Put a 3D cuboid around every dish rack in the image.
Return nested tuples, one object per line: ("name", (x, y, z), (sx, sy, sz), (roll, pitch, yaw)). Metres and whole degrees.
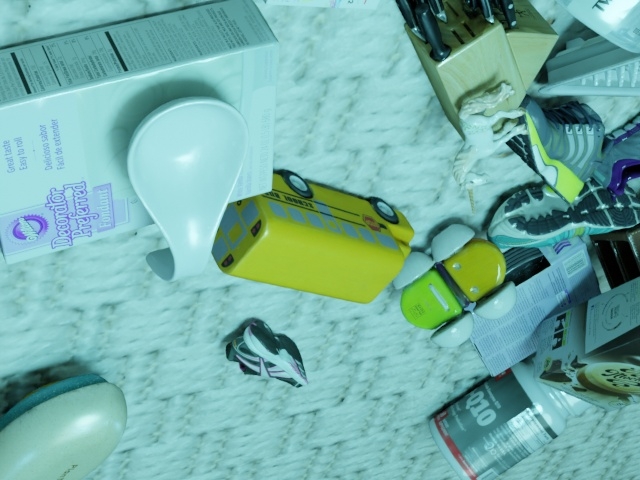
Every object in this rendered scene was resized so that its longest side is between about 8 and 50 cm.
("dish rack", (0.490, -0.253, 1.548), (0.333, 0.072, 0.285), (-4, 177, -32))

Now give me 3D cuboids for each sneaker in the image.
("sneaker", (0.387, -0.043, 1.826), (0.275, 0.107, 0.110), (-7, 158, -21))
("sneaker", (-0.086, 0.183, 1.780), (0.077, 0.072, 0.178), (-27, 138, 16))
("sneaker", (0.519, -0.149, 1.764), (0.224, 0.098, 0.083), (-36, 144, 9))
("sneaker", (0.332, -0.156, 1.630), (0.121, 0.111, 0.300), (-46, 152, 9))

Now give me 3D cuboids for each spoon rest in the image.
("spoon rest", (-0.149, -0.048, 1.267), (0.137, 0.084, 0.276), (-14, 143, -22))

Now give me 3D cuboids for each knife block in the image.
("knife block", (0.158, -0.232, 1.419), (0.242, 0.088, 0.275), (-3, 137, -32))

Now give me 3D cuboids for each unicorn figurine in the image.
("unicorn figurine", (0.211, -0.130, 1.463), (0.111, 0.060, 0.162), (-28, 129, -1))

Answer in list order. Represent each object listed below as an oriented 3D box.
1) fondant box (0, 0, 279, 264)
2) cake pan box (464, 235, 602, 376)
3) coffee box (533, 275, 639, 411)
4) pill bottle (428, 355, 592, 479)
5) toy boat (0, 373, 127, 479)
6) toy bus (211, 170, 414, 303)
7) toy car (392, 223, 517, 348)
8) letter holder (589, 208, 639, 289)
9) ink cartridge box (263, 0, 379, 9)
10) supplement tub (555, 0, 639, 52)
("fondant box", (-0.216, -0.122, 1.282), (0.330, 0.096, 0.238), (-16, 142, -18))
("cake pan box", (0.360, 0.106, 1.989), (0.246, 0.070, 0.267), (-34, 145, 2))
("coffee box", (0.507, 0.170, 1.869), (0.168, 0.119, 0.297), (23, 151, -17))
("pill bottle", (0.364, 0.334, 2.187), (0.283, 0.161, 0.161), (-36, 144, 7))
("toy boat", (-0.421, 0.255, 1.574), (0.267, 0.148, 0.318), (-39, 151, 21))
("toy bus", (0.000, 0.000, 1.550), (0.333, 0.130, 0.108), (15, 125, -45))
("toy car", (0.209, 0.065, 1.790), (0.182, 0.159, 0.136), (-36, -178, 13))
("letter holder", (0.648, 0.026, 1.932), (0.302, 0.214, 0.152), (-23, -175, -10))
("ink cartridge box", (0.023, -0.312, 1.248), (0.181, 0.061, 0.104), (-5, 138, -32))
("supplement tub", (0.401, -0.398, 1.287), (0.207, 0.207, 0.338), (11, 128, -43))
